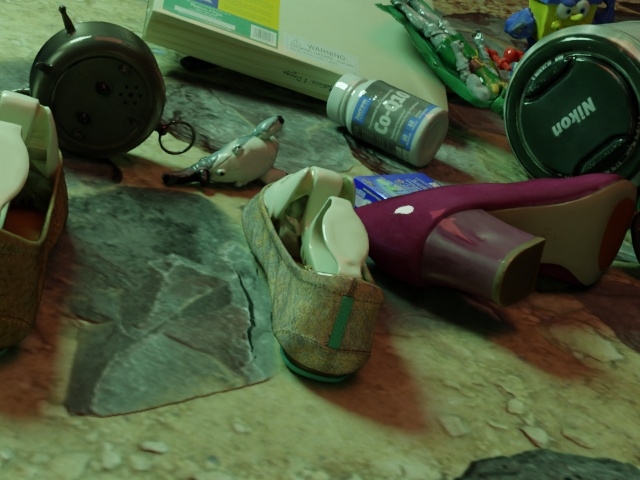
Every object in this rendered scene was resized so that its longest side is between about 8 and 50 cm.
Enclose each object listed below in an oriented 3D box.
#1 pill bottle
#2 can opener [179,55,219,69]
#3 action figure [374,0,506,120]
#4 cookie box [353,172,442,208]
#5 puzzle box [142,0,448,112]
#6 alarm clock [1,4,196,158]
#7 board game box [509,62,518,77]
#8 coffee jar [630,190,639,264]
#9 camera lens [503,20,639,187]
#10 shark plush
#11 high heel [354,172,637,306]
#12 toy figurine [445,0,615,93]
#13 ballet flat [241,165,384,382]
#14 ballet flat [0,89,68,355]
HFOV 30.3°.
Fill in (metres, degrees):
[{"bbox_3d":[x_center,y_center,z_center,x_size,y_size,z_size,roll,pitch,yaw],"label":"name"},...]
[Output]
[{"bbox_3d":[0.081,-0.151,1.451,0.137,0.078,0.078,28,25,24],"label":"pill bottle"},{"bbox_3d":[-0.110,-0.256,1.571,0.186,0.059,0.073,-8,35,-46],"label":"can opener"},{"bbox_3d":[0.185,-0.250,1.586,0.232,0.063,0.137,49,35,8],"label":"action figure"},{"bbox_3d":[0.097,-0.033,1.247,0.107,0.040,0.092,-5,32,-42],"label":"cookie box"},{"bbox_3d":[-0.029,-0.300,1.586,0.409,0.052,0.272,17,42,-16],"label":"puzzle box"},{"bbox_3d":[-0.203,-0.137,1.168,0.192,0.129,0.064,28,17,-32],"label":"alarm clock"},{"bbox_3d":[0.425,-0.243,1.953,0.136,0.035,0.201,2,28,-32],"label":"board game box"},{"bbox_3d":[0.411,-0.020,1.364,0.096,0.079,0.184,-8,11,21],"label":"coffee jar"},{"bbox_3d":[0.383,-0.172,1.533,0.219,0.219,0.274,30,26,27],"label":"camera lens"},{"bbox_3d":[-0.097,-0.074,1.226,0.067,0.073,0.161,12,36,40],"label":"shark plush"},{"bbox_3d":[0.191,-0.027,1.211,0.181,0.127,0.377,23,18,30],"label":"high heel"},{"bbox_3d":[0.326,-0.343,1.821,0.363,0.217,0.191,-3,31,-22],"label":"toy figurine"},{"bbox_3d":[0.000,0.000,1.022,0.108,0.106,0.316,10,24,-18],"label":"ballet flat"},{"bbox_3d":[-0.251,-0.042,0.914,0.116,0.124,0.342,13,23,-13],"label":"ballet flat"}]
